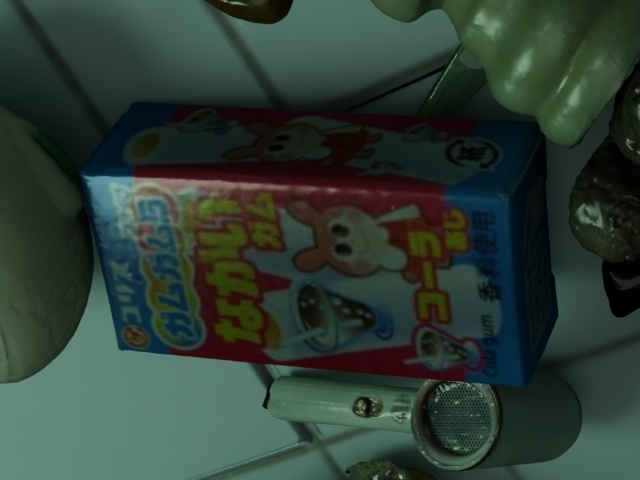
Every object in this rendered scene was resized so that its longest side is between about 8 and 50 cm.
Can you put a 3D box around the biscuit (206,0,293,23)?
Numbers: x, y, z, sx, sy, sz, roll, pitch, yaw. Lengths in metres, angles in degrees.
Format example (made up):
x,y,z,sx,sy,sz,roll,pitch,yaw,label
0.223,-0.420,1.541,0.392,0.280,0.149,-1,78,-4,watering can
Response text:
x,y,z,sx,sy,sz,roll,pitch,yaw,label
-0.024,-0.280,1.023,0.301,0.043,0.278,-27,80,20,biscuit

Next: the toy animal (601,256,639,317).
x,y,z,sx,sy,sz,roll,pitch,yaw,label
0.351,0.023,1.156,0.324,0.090,0.195,15,127,18,toy animal

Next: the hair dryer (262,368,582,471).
x,y,z,sx,sy,sz,roll,pitch,yaw,label
0.060,0.127,1.301,0.236,0.131,0.073,-2,84,35,hair dryer

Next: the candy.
x,y,z,sx,sy,sz,roll,pitch,yaw,label
0.000,0.001,1.207,0.306,0.100,0.157,5,125,20,candy

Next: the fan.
x,y,z,sx,sy,sz,roll,pitch,yaw,label
0.076,-0.086,1.201,0.038,0.016,0.193,35,123,-7,fan

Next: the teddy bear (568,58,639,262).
x,y,z,sx,sy,sz,roll,pitch,yaw,label
0.262,-0.050,1.061,0.190,0.140,0.177,25,145,10,teddy bear

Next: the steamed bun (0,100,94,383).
x,y,z,sx,sy,sz,roll,pitch,yaw,label
-0.233,-0.014,1.242,0.177,0.131,0.228,30,146,42,steamed bun

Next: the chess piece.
x,y,z,sx,sy,sz,roll,pitch,yaw,label
0.084,-0.170,1.084,0.243,0.133,0.133,30,125,1,chess piece

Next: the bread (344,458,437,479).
x,y,z,sx,sy,sz,roll,pitch,yaw,label
0.061,0.250,1.383,0.119,0.084,0.177,-13,119,24,bread
